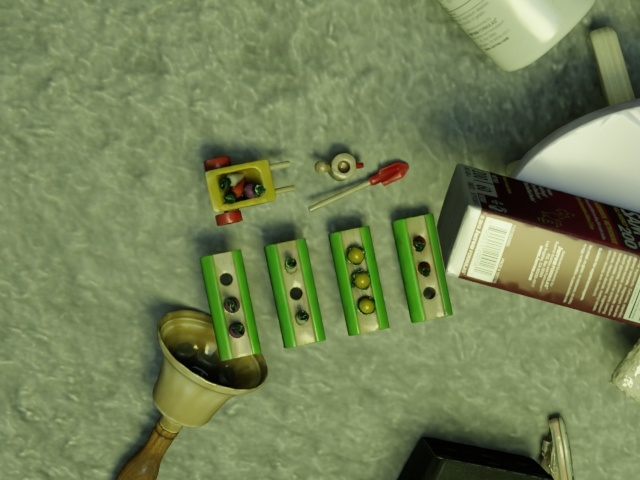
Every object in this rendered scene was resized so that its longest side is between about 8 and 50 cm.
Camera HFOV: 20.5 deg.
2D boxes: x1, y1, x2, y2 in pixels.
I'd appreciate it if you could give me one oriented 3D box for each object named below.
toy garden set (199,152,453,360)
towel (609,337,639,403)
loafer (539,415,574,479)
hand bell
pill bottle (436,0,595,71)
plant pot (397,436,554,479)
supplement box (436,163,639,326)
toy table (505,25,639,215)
[{"bbox_3d":[0.000,0.000,1.787,0.244,0.049,0.203,-11,89,-8],"label":"toy garden set"},{"bbox_3d":[0.443,0.135,1.817,0.282,0.049,0.187,31,103,-33],"label":"towel"},{"bbox_3d":[0.253,0.250,1.897,0.039,0.045,0.125,-9,109,8],"label":"loafer"},{"bbox_3d":[-0.166,0.204,1.857,0.126,0.126,0.242,27,115,-8],"label":"hand bell"},{"bbox_3d":[0.149,-0.285,1.698,0.131,0.131,0.229,-42,102,10],"label":"pill bottle"},{"bbox_3d":[0.156,0.305,1.846,0.187,0.188,0.167,11,94,-4],"label":"plant pot"},{"bbox_3d":[0.233,0.009,1.614,0.239,0.130,0.073,15,109,-6],"label":"supplement box"},{"bbox_3d":[0.308,-0.072,1.737,0.274,0.161,0.252,-4,110,3],"label":"toy table"}]
